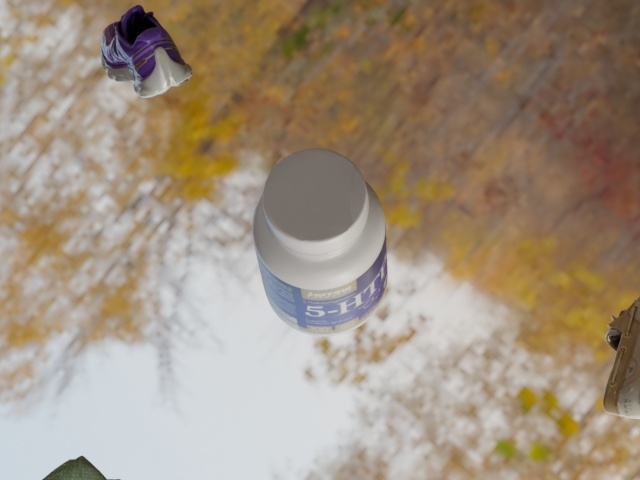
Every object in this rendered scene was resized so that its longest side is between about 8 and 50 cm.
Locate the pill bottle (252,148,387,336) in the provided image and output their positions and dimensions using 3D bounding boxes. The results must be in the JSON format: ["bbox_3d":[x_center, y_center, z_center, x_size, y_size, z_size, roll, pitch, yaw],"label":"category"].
[{"bbox_3d":[0.000,0.000,1.431,0.112,0.112,0.186,40,165,18],"label":"pill bottle"}]

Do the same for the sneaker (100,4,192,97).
[{"bbox_3d":[-0.159,-0.181,1.530,0.170,0.068,0.071,32,144,63],"label":"sneaker"}]

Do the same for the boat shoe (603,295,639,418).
[{"bbox_3d":[0.278,0.085,1.490,0.170,0.059,0.063,-70,-31,-44],"label":"boat shoe"}]

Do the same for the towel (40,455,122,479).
[{"bbox_3d":[-0.059,0.268,0.564,0.325,0.248,0.038,49,153,-2],"label":"towel"}]
